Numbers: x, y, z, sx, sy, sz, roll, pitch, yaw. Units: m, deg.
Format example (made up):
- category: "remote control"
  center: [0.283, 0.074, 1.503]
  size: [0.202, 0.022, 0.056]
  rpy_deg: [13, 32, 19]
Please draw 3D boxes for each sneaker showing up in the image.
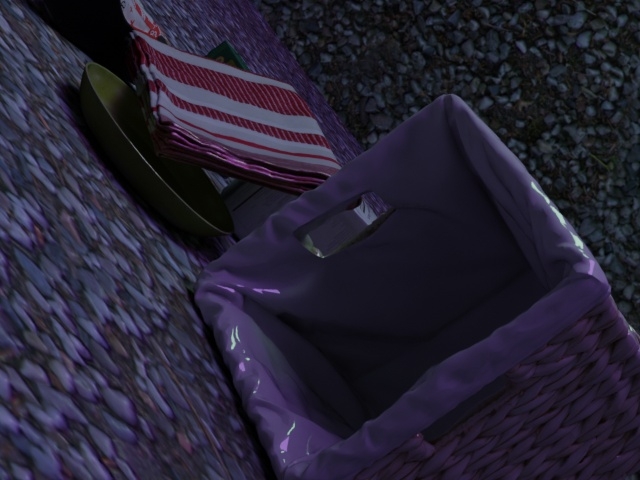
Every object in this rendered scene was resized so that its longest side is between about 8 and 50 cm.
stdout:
- category: "sneaker"
  center: [-0.285, -0.302, 1.896]
  size: [0.145, 0.090, 0.270]
  rpy_deg: [55, 6, 33]

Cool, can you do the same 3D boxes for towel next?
- category: "towel"
  center: [-0.096, -0.145, 1.781]
  size: [0.237, 0.037, 0.329]
  rpy_deg: [16, 22, -22]

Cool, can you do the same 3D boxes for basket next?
- category: "basket"
  center: [0.109, 0.102, 1.461]
  size: [0.266, 0.328, 0.331]
  rpy_deg: [50, 7, -40]

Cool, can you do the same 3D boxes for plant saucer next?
- category: "plant saucer"
  center: [-0.184, -0.090, 1.681]
  size: [0.241, 0.037, 0.241]
  rpy_deg: [49, 8, -9]

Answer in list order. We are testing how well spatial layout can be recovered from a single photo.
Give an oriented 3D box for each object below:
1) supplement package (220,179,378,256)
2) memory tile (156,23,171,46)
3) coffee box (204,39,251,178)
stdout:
- category: "supplement package"
  center: [0.000, 0.000, 1.932]
  size: [0.244, 0.139, 0.134]
  rpy_deg: [51, 9, -9]
- category: "memory tile"
  center: [-0.275, -0.341, 2.370]
  size: [0.148, 0.012, 0.113]
  rpy_deg: [46, 10, -33]
- category: "coffee box"
  center: [-0.129, -0.180, 2.120]
  size: [0.040, 0.113, 0.184]
  rpy_deg: [46, 8, -50]
